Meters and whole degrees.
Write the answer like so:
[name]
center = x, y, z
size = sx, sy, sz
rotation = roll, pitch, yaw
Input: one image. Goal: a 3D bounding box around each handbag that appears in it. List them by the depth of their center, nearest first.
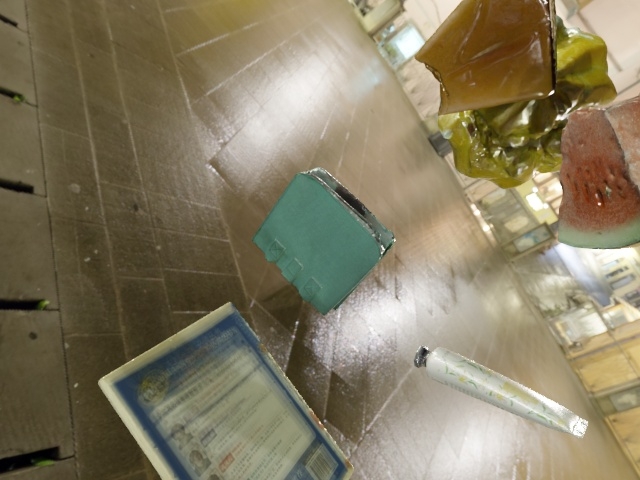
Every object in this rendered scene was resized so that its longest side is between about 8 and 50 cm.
[handbag]
center = 0.004, -0.003, 0.968
size = 0.269, 0.274, 0.100
rotation = 43, 37, 11

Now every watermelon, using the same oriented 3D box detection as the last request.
[watermelon]
center = 0.430, -0.117, 0.517
size = 0.226, 0.318, 0.148
rotation = 37, 6, -15

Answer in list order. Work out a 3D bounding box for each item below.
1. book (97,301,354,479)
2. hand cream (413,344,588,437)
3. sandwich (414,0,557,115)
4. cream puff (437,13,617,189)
[book]
center = -0.106, 0.257, 0.570
size = 0.322, 0.018, 0.228
rotation = 52, 35, 7
[hand cream]
center = 0.204, 0.173, 0.501
size = 0.067, 0.195, 0.042
rotation = 16, 90, -54
[sandwich]
center = 0.254, -0.337, 0.659
size = 0.155, 0.198, 0.227
rotation = -55, 134, -44
[cream puff]
center = 0.443, -0.278, 0.902
size = 0.378, 0.378, 0.275
rotation = 45, 15, -22
